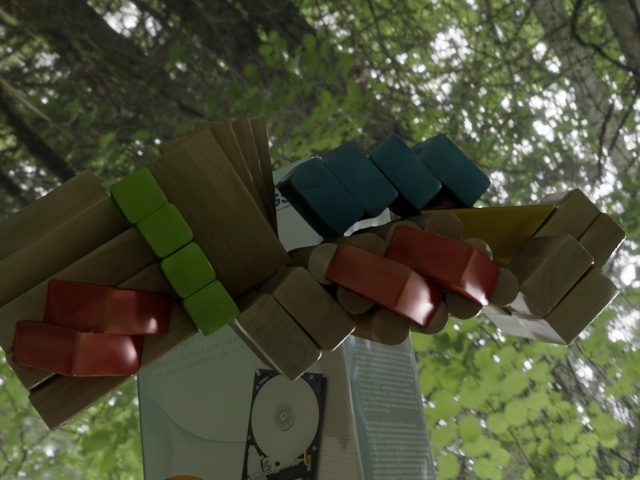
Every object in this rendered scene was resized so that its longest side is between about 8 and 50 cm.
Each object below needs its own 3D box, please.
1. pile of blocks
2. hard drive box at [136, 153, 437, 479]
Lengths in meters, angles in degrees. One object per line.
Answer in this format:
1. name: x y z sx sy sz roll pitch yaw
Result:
1. pile of blocks: 0.000 0.000 0.457 0.362 0.112 0.149 -9 -90 -13
2. hard drive box: -0.033 0.087 0.606 0.181 0.089 0.232 -23 -115 32
